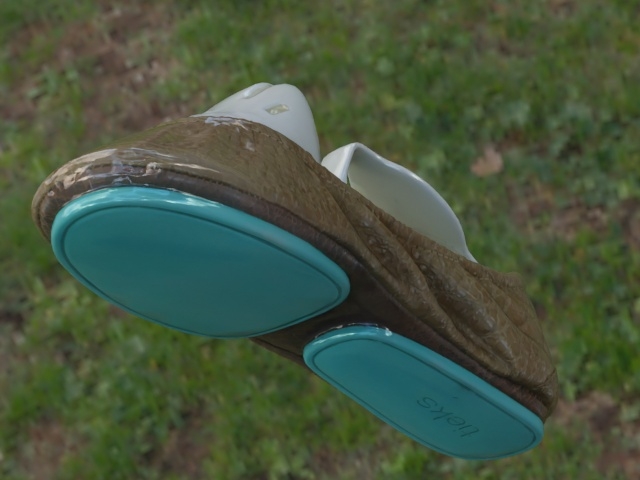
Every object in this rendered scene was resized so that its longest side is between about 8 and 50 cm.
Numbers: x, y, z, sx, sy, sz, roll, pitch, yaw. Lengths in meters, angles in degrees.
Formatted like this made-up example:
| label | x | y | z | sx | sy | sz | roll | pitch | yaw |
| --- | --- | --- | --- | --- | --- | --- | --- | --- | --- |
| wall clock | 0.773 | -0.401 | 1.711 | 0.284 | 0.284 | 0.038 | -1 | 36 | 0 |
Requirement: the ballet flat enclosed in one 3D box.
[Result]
| label | x | y | z | sx | sy | sz | roll | pitch | yaw |
| --- | --- | --- | --- | --- | --- | --- | --- | --- | --- |
| ballet flat | 0.000 | 0.000 | 0.873 | 0.116 | 0.342 | 0.124 | -23 | 54 | 36 |
